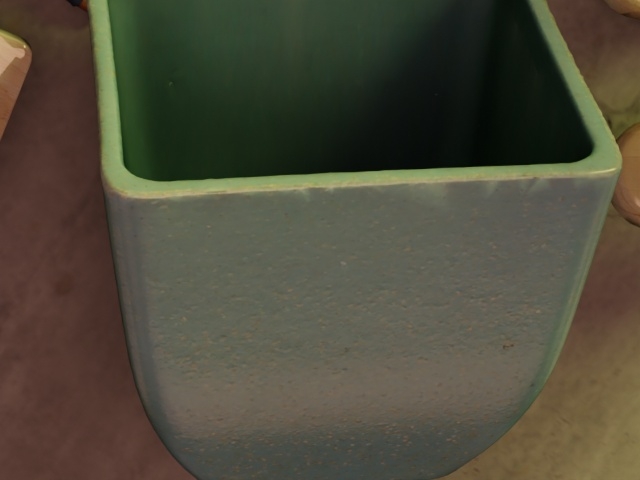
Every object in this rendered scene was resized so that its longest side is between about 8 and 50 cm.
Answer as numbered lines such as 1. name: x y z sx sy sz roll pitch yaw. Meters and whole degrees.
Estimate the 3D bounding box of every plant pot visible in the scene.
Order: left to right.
1. plant pot: 0.000 0.000 1.012 0.247 0.248 0.252 -3 127 -8

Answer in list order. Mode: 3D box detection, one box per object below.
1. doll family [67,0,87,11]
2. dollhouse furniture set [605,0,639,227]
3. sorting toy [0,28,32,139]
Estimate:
1. doll family: -0.149 -0.212 1.024 0.111 0.076 0.193 -21 108 -8
2. dollhouse furniture set: 0.208 -0.229 0.939 0.256 0.362 0.394 1 75 -10
3. sorting toy: -0.326 -0.043 1.028 0.257 0.089 0.255 21 99 -13
